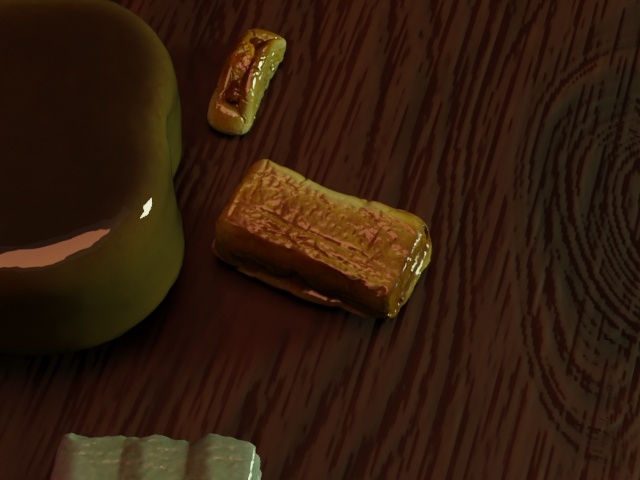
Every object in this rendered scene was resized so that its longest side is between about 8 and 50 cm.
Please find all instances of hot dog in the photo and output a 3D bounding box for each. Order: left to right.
[{"bbox_3d":[-0.050,-0.113,1.030,0.030,0.034,0.090,16,57,10],"label":"hot dog"}]

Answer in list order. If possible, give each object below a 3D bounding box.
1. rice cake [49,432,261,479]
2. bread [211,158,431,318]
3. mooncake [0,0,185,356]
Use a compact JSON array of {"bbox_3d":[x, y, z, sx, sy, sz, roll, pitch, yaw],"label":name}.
[{"bbox_3d":[-0.102,0.213,0.806,0.127,0.043,0.237,1,55,3],"label":"rice cake"},{"bbox_3d":[0.000,0.000,0.943,0.132,0.053,0.074,19,62,13],"label":"bread"},{"bbox_3d":[-0.194,-0.039,0.931,0.234,0.117,0.235,-2,55,2],"label":"mooncake"}]
